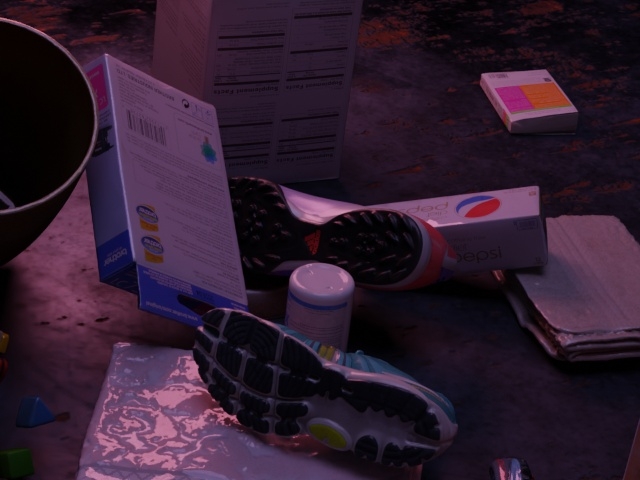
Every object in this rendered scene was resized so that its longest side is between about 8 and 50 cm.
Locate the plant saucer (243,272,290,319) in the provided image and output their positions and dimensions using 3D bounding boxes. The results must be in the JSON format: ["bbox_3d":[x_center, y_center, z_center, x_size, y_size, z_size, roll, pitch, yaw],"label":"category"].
[{"bbox_3d":[-0.082,0.032,2.090,0.168,0.029,0.168,6,31,-4],"label":"plant saucer"}]

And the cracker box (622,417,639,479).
[{"bbox_3d":[0.360,0.172,1.781,0.067,0.155,0.232,19,20,20],"label":"cracker box"}]

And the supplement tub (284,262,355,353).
[{"bbox_3d":[-0.003,0.084,1.944,0.071,0.107,0.071,6,31,-3],"label":"supplement tub"}]

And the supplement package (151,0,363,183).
[{"bbox_3d":[-0.085,-0.228,2.288,0.198,0.262,0.199,-6,34,-22],"label":"supplement package"}]

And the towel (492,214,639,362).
[{"bbox_3d":[0.307,0.053,2.117,0.187,0.049,0.282,-1,31,-15],"label":"towel"}]

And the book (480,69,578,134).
[{"bbox_3d":[0.286,-0.193,2.530,0.096,0.035,0.144,-4,32,-11],"label":"book"}]

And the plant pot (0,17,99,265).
[{"bbox_3d":[-0.367,-0.074,1.965,0.237,0.254,0.237,5,63,-10],"label":"plant pot"}]

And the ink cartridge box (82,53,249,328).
[{"bbox_3d":[-0.169,-0.034,1.980,0.186,0.065,0.311,24,45,-48],"label":"ink cartridge box"}]

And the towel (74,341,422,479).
[{"bbox_3d":[-0.067,0.213,1.775,0.332,0.053,0.317,9,31,2],"label":"towel"}]

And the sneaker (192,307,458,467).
[{"bbox_3d":[0.003,0.144,1.788,0.275,0.107,0.110,23,15,14],"label":"sneaker"}]

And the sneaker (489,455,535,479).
[{"bbox_3d":[0.128,0.296,1.584,0.125,0.104,0.262,-2,48,17],"label":"sneaker"}]

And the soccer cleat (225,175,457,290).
[{"bbox_3d":[0.000,0.000,2.042,0.318,0.108,0.116,10,-6,34],"label":"soccer cleat"}]

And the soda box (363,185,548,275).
[{"bbox_3d":[0.150,-0.006,2.105,0.216,0.069,0.074,-6,29,10],"label":"soda box"}]

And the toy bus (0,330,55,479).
[{"bbox_3d":[-0.374,0.159,1.729,0.202,0.191,0.104,-29,14,-37],"label":"toy bus"}]
